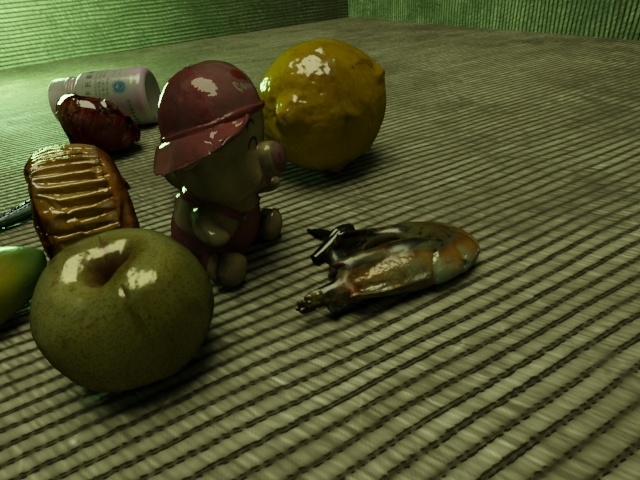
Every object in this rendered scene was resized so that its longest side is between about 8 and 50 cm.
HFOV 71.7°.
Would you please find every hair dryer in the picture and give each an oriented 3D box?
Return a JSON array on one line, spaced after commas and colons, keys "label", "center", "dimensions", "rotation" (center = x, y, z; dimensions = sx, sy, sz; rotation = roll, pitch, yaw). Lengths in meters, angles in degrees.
[{"label": "hair dryer", "center": [0.000, 0.000, 0.622], "dimensions": [0.079, 0.031, 0.083], "rotation": [-38, 30, -28]}]

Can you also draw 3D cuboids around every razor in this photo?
[{"label": "razor", "center": [-0.523, -0.056, 0.769], "dimensions": [0.324, 0.093, 0.056], "rotation": [-28, 78, -38]}]

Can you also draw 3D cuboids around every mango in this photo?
[{"label": "mango", "center": [-0.435, 0.077, 0.499], "dimensions": [0.237, 0.091, 0.137], "rotation": [-24, 42, -27]}]

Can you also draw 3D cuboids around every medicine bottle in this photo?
[{"label": "medicine bottle", "center": [-0.576, -0.382, 1.199], "dimensions": [0.254, 0.152, 0.152], "rotation": [-5, 32, 0]}]

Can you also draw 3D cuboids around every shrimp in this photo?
[{"label": "shrimp", "center": [0.074, 0.015, 0.548], "dimensions": [0.254, 0.059, 0.145], "rotation": [-14, 30, -14]}]

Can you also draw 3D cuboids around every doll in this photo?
[{"label": "doll", "center": [-0.120, -0.084, 0.551], "dimensions": [0.152, 0.256, 0.196], "rotation": [-7, 32, -12]}]

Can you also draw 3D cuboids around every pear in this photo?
[{"label": "pear", "center": [-0.186, 0.066, 0.435], "dimensions": [0.167, 0.136, 0.167], "rotation": [-4, 35, 2]}]

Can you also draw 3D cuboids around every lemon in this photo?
[{"label": "lemon", "center": [0.004, -0.248, 0.818], "dimensions": [0.233, 0.233, 0.288], "rotation": [10, 32, 23]}]

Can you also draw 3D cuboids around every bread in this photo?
[{"label": "bread", "center": [-0.285, -0.030, 0.554], "dimensions": [0.104, 0.199, 0.199], "rotation": [-20, 35, -23]}]

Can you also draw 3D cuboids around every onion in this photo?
[{"label": "onion", "center": [-0.514, -0.254, 1.014], "dimensions": [0.184, 0.147, 0.184], "rotation": [24, 6, -3]}]

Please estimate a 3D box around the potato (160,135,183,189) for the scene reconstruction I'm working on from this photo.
[{"label": "potato", "center": [-0.194, -0.186, 0.794], "dimensions": [0.178, 0.160, 0.235], "rotation": [0, 58, 38]}]
